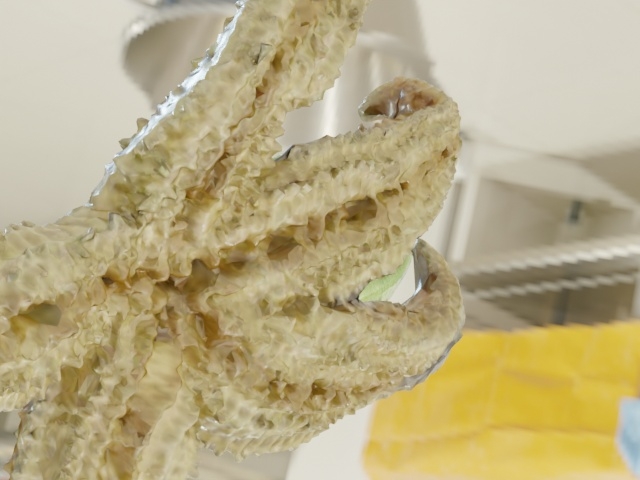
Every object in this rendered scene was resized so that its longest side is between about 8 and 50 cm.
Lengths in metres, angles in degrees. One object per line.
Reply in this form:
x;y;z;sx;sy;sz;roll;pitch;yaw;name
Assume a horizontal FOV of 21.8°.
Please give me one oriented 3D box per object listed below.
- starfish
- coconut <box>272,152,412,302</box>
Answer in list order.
-0.044;0.024;0.444;0.238;0.216;0.071;-5;-163;-37;starfish
0.000;0.000;0.775;0.088;0.088;0.096;14;145;-1;coconut
